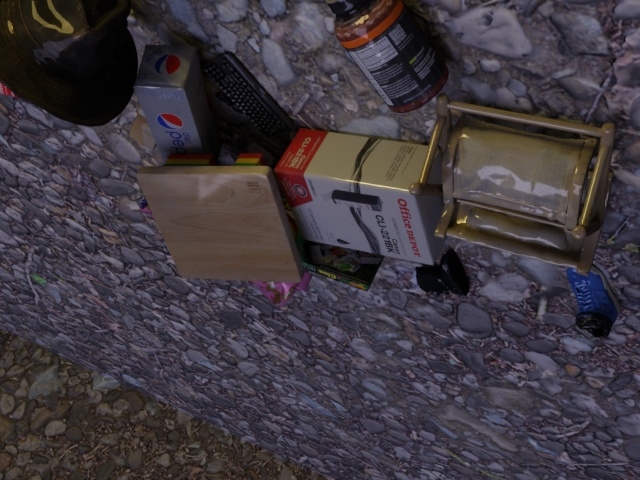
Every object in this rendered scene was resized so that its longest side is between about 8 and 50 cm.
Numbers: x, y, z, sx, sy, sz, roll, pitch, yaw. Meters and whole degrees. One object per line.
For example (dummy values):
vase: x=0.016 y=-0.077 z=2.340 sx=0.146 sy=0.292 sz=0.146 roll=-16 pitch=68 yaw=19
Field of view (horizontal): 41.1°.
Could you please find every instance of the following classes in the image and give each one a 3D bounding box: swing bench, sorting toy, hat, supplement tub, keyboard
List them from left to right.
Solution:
hat: x=-0.376 y=-0.347 z=1.324 sx=0.134 sy=0.331 sz=0.331 roll=-26 pitch=121 yaw=33
sorting toy: x=-0.169 y=-0.048 z=1.574 sx=0.257 sy=0.089 sz=0.255 roll=1 pitch=132 yaw=21
keyboard: x=-0.139 y=-0.253 z=1.525 sx=0.108 sy=0.023 sz=0.180 roll=-10 pitch=131 yaw=48
supplement tub: x=0.091 y=-0.283 z=1.206 sx=0.106 sy=0.106 sz=0.198 roll=-7 pitch=134 yaw=45
swing bench: x=0.293 y=-0.078 z=1.276 sx=0.253 sy=0.165 sz=0.254 roll=15 pitch=171 yaw=21

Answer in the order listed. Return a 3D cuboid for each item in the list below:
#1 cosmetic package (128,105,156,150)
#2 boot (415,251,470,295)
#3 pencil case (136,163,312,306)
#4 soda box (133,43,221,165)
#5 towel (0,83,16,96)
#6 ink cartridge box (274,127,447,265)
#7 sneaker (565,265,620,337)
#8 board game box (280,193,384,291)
cosmetic package: x=-0.338 y=-0.233 z=1.701 sx=0.060 sy=0.041 sz=0.115 roll=33 pitch=150 yaw=-7
boot: x=0.231 y=0.065 z=1.674 sx=0.099 sy=0.045 sz=0.121 roll=7 pitch=144 yaw=38
pencil case: x=-0.187 y=-0.023 z=1.782 sx=0.386 sy=0.167 sz=0.160 roll=37 pitch=118 yaw=-14
soda box: x=-0.251 y=-0.223 z=1.548 sx=0.091 sy=0.098 sz=0.286 roll=4 pitch=150 yaw=7
towel: x=-0.600 y=-0.346 z=1.763 sx=0.274 sy=0.031 sz=0.199 roll=19 pitch=148 yaw=17
ink cartridge box: x=0.083 y=-0.078 z=1.509 sx=0.272 sy=0.114 sz=0.197 roll=11 pitch=145 yaw=28
sneaker: x=0.470 y=0.109 z=1.496 sx=0.058 sy=0.085 sz=0.152 roll=-7 pitch=134 yaw=45
board game box: x=0.000 y=0.000 z=1.677 sx=0.259 sy=0.136 sz=0.030 roll=20 pitch=152 yaw=17
